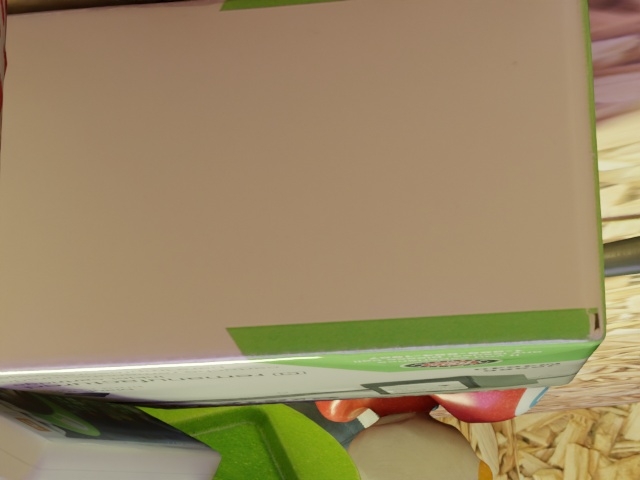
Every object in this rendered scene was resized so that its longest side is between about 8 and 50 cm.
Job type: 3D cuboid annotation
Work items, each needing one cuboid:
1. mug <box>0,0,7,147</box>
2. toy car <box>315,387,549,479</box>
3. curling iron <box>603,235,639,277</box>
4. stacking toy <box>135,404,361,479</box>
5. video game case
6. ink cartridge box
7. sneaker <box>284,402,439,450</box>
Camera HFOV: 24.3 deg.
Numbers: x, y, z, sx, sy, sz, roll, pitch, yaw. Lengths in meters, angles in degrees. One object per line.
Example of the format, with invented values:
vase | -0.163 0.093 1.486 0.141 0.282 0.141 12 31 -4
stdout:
mug | -0.138 -0.004 0.330 0.113 0.169 0.150 -11 168 40
toy car | 0.092 0.160 1.179 0.210 0.238 0.219 -7 170 20
curling iron | 0.274 0.006 0.874 0.274 0.035 0.068 -6 128 11
stacking toy | -0.151 0.127 0.714 0.279 0.130 0.309 32 -156 31
video game case | -0.143 0.053 0.590 0.173 0.022 0.190 25 177 17
ink cartridge box | 0.000 0.000 0.560 0.198 0.114 0.273 -4 171 8
sneaker | 0.049 0.172 1.503 0.350 0.148 0.131 -2 170 -10
